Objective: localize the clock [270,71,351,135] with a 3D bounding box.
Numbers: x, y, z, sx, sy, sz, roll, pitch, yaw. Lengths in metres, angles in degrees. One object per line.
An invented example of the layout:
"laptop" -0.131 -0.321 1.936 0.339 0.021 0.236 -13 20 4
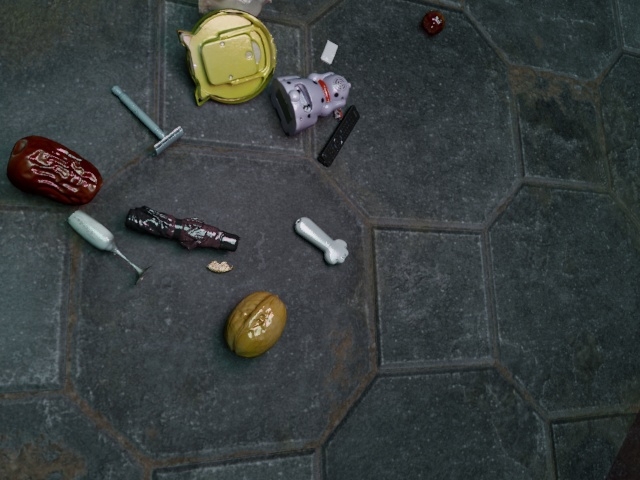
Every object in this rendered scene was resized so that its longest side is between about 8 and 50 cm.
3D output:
"clock" -0.018 -0.468 1.786 0.254 0.189 0.188 -25 90 -25

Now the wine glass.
"wine glass" -0.584 0.012 1.502 0.262 0.074 0.074 43 66 -8

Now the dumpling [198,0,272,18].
"dumpling" -0.277 -0.739 1.720 0.258 0.193 0.147 -19 83 -42

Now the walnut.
"walnut" -0.187 0.240 1.583 0.159 0.159 0.206 42 72 -11

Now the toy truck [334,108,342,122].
"toy truck" 0.061 -0.452 1.900 0.032 0.024 0.083 3 75 -50

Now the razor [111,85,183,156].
"razor" -0.525 -0.364 1.611 0.232 0.068 0.106 45 65 -4

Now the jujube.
"jujube" -0.702 -0.176 1.448 0.230 0.155 0.155 30 69 -26

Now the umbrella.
"umbrella" -0.392 -0.029 1.580 0.326 0.094 0.090 15 101 -19

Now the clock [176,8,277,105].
"clock" -0.282 -0.568 1.694 0.294 0.071 0.277 -14 121 -18

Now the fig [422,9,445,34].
"fig" 0.441 -0.856 2.125 0.089 0.089 0.125 32 46 -15

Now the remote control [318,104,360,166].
"remote control" 0.067 -0.359 1.874 0.063 0.025 0.245 51 60 -39

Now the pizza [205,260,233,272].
"pizza" -0.301 0.079 1.640 0.083 0.016 0.037 4 79 -19

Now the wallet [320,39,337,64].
"wallet" 0.031 -0.666 1.937 0.044 0.011 0.083 26 70 -17

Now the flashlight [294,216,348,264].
"flashlight" 0.000 0.000 1.771 0.200 0.047 0.093 38 67 -10
